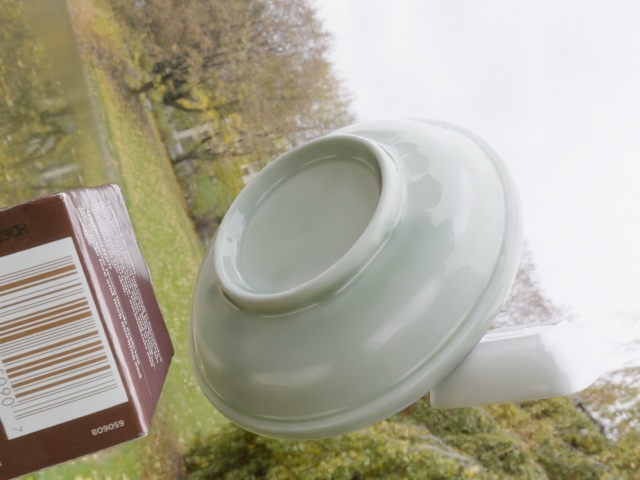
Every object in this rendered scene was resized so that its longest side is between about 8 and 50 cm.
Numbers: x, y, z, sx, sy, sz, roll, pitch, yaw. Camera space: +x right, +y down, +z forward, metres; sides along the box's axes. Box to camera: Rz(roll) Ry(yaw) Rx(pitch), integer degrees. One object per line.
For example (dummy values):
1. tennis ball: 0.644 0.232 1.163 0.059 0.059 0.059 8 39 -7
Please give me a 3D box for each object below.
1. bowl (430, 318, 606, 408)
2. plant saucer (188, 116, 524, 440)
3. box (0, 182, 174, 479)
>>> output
1. bowl: 0.177 0.109 0.629 0.142 0.142 0.053 -5 83 -58
2. plant saucer: 0.000 0.000 0.715 0.100 0.400 0.400 47 7 -39
3. box: -0.220 0.061 0.511 0.203 0.167 0.168 -144 -143 -81
